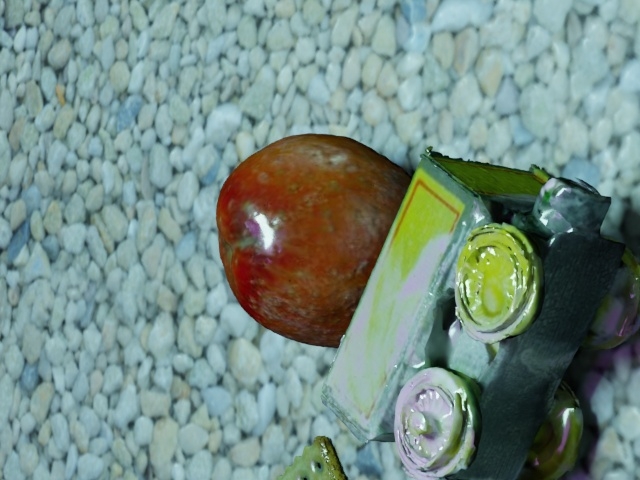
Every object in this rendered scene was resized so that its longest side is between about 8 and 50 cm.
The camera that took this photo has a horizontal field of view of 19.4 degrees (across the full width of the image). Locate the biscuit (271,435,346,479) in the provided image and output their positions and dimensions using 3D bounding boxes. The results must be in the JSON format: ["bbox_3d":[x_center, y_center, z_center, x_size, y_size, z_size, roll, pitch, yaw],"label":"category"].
[{"bbox_3d":[-0.028,0.268,1.553,0.203,0.016,0.144,-49,51,34],"label":"biscuit"}]

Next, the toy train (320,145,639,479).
[{"bbox_3d":[0.113,0.059,1.318,0.177,0.134,0.261,43,117,45],"label":"toy train"}]

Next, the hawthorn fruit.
[{"bbox_3d":[0.000,0.000,1.436,0.173,0.173,0.173,-9,78,49],"label":"hawthorn fruit"}]
